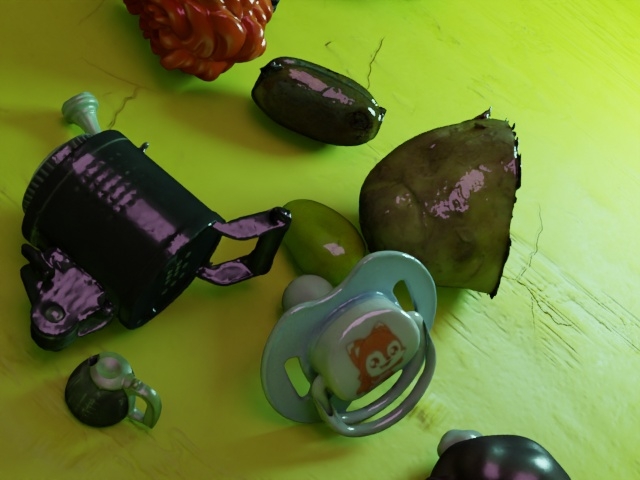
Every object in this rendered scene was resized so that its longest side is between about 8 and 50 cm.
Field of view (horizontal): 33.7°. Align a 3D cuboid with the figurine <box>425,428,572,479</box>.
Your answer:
[{"bbox_3d":[0.229,0.440,1.432,0.218,0.206,0.365,13,74,12],"label":"figurine"}]

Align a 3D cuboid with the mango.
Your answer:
[{"bbox_3d":[0.006,-0.001,1.678,0.117,0.089,0.163,-17,63,-30],"label":"mango"}]

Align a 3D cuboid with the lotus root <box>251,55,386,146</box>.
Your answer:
[{"bbox_3d":[-0.005,-0.235,1.827,0.241,0.123,0.124,24,32,-12],"label":"lotus root"}]

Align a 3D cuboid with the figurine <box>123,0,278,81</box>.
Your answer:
[{"bbox_3d":[-0.202,-0.458,1.859,0.306,0.241,0.412,49,27,-17],"label":"figurine"}]

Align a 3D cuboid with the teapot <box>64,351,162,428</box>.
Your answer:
[{"bbox_3d":[-0.270,0.192,1.402,0.124,0.091,0.092,9,54,-19],"label":"teapot"}]

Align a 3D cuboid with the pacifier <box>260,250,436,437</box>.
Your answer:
[{"bbox_3d":[0.025,0.132,1.550,0.299,0.244,0.233,-33,40,-16],"label":"pacifier"}]

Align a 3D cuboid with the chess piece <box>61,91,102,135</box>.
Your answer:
[{"bbox_3d":[-0.347,-0.159,1.655,0.059,0.059,0.149,-23,73,-36],"label":"chess piece"}]

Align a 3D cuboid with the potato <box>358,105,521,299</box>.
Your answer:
[{"bbox_3d":[0.179,-0.066,1.717,0.237,0.301,0.289,5,20,-2],"label":"potato"}]

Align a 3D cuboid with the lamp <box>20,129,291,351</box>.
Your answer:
[{"bbox_3d":[-0.272,-0.027,1.486,0.374,0.205,0.272,-25,73,-25],"label":"lamp"}]
